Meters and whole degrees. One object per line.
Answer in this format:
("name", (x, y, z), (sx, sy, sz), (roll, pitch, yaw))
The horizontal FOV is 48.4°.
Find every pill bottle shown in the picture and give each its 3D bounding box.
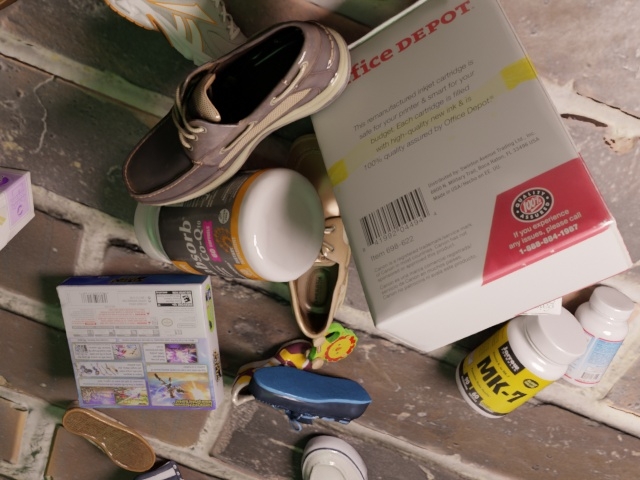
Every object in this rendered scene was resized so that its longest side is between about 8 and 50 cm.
("pill bottle", (-0.143, -0.024, 1.061), (0.279, 0.162, 0.162), (1, 125, 41))
("pill bottle", (0.330, 0.198, 1.179), (0.119, 0.119, 0.208), (29, 131, -9))
("pill bottle", (0.452, 0.158, 1.176), (0.087, 0.087, 0.160), (15, 121, -1))

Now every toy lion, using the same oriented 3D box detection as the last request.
("toy lion", (0.022, 0.182, 1.261), (0.096, 0.034, 0.100), (-18, 137, -21))

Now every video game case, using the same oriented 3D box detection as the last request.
("video game case", (-0.322, 0.185, 1.292), (0.270, 0.061, 0.244), (-1, 106, 9))

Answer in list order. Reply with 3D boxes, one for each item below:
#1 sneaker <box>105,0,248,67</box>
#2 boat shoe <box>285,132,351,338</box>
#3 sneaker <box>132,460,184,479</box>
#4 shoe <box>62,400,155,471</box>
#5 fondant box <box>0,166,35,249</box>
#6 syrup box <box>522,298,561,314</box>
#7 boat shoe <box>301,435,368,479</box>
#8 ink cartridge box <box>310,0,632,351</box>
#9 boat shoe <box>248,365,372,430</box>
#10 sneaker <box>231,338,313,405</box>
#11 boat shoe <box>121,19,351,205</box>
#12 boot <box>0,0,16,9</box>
("sneaker", (-0.168, -0.320, 0.981), (0.263, 0.099, 0.121), (31, 115, -12))
("boat shoe", (0.000, 0.000, 1.134), (0.122, 0.110, 0.340), (1, 121, 8))
("sneaker", (-0.282, 0.566, 1.531), (0.282, 0.153, 0.099), (23, 124, -42))
("shoe", (-0.433, 0.401, 1.473), (0.219, 0.058, 0.076), (41, 87, -20))
("fondant box", (-0.667, -0.048, 1.128), (0.331, 0.238, 0.096), (10, 120, 2))
("syrup box", (0.283, 0.002, 1.021), (0.093, 0.236, 0.096), (-1, 120, 10))
("boat shoe", (0.028, 0.572, 1.442), (0.136, 0.156, 0.366), (-2, 121, 9))
("ink cartridge box", (0.166, -0.097, 0.891), (0.279, 0.384, 0.160), (-27, 149, 21))
("boat shoe", (-0.019, 0.294, 1.266), (0.258, 0.109, 0.089), (21, 110, -30))
("sneaker", (-0.083, 0.250, 1.310), (0.186, 0.084, 0.069), (-31, 112, 23))
("boat shoe", (-0.133, -0.173, 0.916), (0.355, 0.130, 0.132), (-35, 70, 16))
("boot", (-0.451, -0.443, 0.936), (0.283, 0.109, 0.220), (-35, 111, 22))
